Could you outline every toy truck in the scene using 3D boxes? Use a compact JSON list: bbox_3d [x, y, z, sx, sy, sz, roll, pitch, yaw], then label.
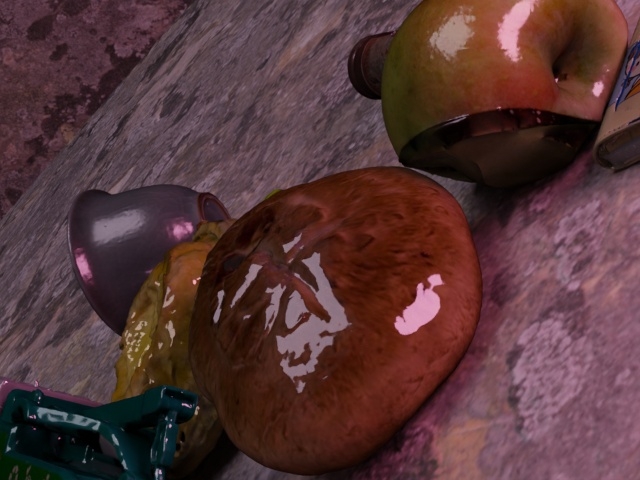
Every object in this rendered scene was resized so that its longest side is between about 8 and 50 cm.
[{"bbox_3d":[-0.219,0.210,1.076,0.363,0.176,0.178,-7,66,56],"label":"toy truck"}]

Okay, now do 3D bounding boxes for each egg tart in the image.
[{"bbox_3d":[-0.142,0.100,1.221,0.279,0.095,0.279,-51,29,43],"label":"egg tart"}]

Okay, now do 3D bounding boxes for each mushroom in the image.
[{"bbox_3d":[0.002,0.054,0.985,0.278,0.146,0.278,-20,45,21],"label":"mushroom"}]

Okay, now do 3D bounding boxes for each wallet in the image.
[{"bbox_3d":[0.260,-0.132,0.919,0.110,0.039,0.155,-27,31,51],"label":"wallet"}]

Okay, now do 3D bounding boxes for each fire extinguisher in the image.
[{"bbox_3d":[0.095,-0.184,1.297,0.106,0.075,0.252,-15,10,-20],"label":"fire extinguisher"}]

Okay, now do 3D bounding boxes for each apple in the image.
[{"bbox_3d":[0.141,-0.135,1.017,0.207,0.174,0.188,-42,17,-25],"label":"apple"}]

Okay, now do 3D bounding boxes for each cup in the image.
[{"bbox_3d":[-0.183,0.006,1.489,0.150,0.199,0.199,-23,29,19],"label":"cup"}]

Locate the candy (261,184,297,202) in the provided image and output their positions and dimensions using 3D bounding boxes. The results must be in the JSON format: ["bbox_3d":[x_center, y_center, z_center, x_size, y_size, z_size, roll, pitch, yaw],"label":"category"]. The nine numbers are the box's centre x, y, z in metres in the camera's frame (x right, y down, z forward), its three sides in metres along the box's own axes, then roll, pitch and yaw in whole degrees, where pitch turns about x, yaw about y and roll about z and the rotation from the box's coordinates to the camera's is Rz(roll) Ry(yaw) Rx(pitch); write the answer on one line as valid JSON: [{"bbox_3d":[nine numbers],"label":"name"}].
[{"bbox_3d":[0.000,0.000,1.184,0.097,0.096,0.209,-54,22,-8],"label":"candy"}]
